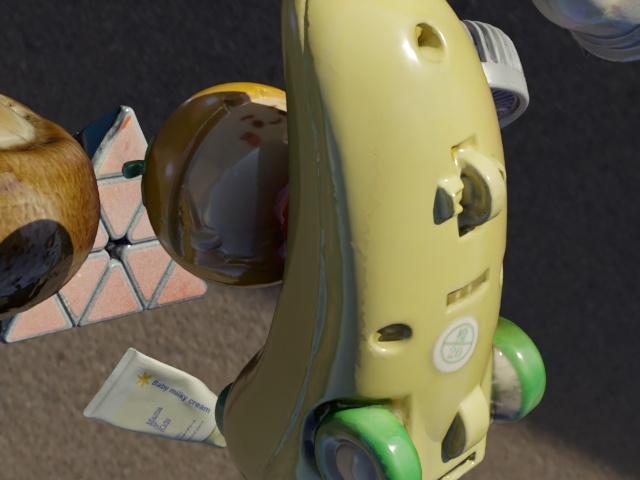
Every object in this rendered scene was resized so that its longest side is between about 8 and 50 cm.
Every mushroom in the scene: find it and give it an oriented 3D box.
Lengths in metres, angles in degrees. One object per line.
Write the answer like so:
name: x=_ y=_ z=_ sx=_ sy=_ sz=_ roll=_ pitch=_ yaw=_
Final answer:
mushroom: x=-0.260 y=-0.029 z=0.961 sx=0.253 sy=0.253 sz=0.153 roll=2 pitch=113 yaw=-27

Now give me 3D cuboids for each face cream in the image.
face cream: x=-0.211 y=0.227 z=2.071 sx=0.224 sy=0.070 sz=0.114 roll=28 pitch=101 yaw=-43

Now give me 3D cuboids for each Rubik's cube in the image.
Rubik's cube: x=-0.289 y=-0.011 z=1.854 sx=0.228 sy=0.228 sz=0.233 roll=-17 pitch=175 yaw=1

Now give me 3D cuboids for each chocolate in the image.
chocolate: x=0.302 y=-0.292 z=1.627 sx=0.147 sy=0.221 sz=0.221 roll=-8 pitch=134 yaw=-49

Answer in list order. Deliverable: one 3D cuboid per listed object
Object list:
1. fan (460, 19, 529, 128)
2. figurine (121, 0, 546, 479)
fan: x=0.093 y=-0.096 z=1.179 sx=0.130 sy=0.074 sz=0.244 roll=-12 pitch=165 yaw=3
figurine: x=0.000 y=0.000 z=0.771 sx=0.124 sy=0.222 sz=0.325 roll=-28 pitch=132 yaw=-36
